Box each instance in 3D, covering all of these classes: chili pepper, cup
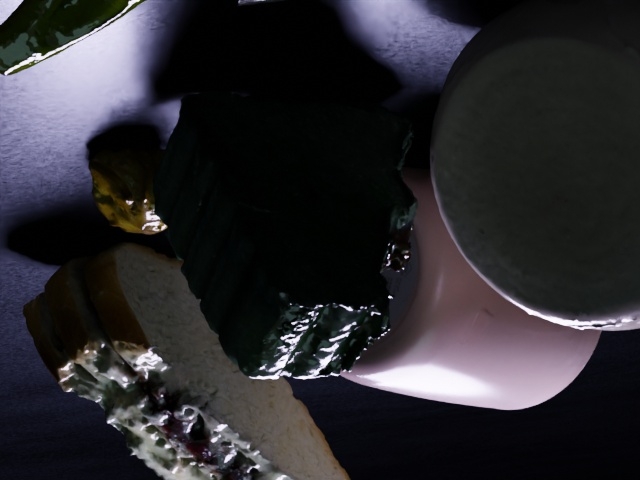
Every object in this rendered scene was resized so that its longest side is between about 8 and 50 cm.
[{"bbox_3d":[-0.109,-0.146,1.044,0.202,0.050,0.052,-27,142,35],"label":"chili pepper"},{"bbox_3d":[0.114,0.012,1.541,0.200,0.191,0.253,11,123,-46],"label":"cup"}]

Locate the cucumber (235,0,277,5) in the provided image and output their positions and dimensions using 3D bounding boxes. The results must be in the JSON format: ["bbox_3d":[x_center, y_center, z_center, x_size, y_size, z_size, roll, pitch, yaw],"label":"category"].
[{"bbox_3d":[-0.006,-0.158,1.075,0.105,0.048,0.048,-7,163,-18],"label":"cucumber"}]

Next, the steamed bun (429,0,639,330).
[{"bbox_3d":[0.193,-0.060,1.269,0.232,0.231,0.145,-25,-176,38],"label":"steamed bun"}]

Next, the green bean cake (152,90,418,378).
[{"bbox_3d":[0.000,0.000,1.304,0.193,0.208,0.107,4,132,-34],"label":"green bean cake"}]

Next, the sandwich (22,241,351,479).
[{"bbox_3d":[-0.104,0.139,1.594,0.100,0.288,0.254,-38,158,19],"label":"sandwich"}]

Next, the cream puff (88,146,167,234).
[{"bbox_3d":[-0.130,-0.033,1.385,0.083,0.058,0.083,2,160,-34],"label":"cream puff"}]
